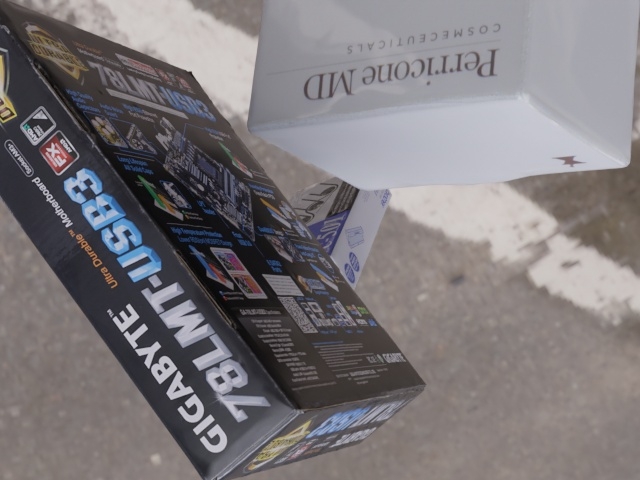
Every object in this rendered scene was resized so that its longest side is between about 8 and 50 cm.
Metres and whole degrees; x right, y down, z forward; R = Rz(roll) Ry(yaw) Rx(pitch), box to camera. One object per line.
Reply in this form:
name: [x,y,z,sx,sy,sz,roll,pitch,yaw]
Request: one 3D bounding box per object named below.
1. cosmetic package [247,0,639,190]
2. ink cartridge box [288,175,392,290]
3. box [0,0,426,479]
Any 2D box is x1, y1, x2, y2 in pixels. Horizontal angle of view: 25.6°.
cosmetic package: [0.105,-0.279,1.030,0.230,0.453,0.161,-4,163,36]
ink cartridge box: [0.000,0.000,1.330,0.097,0.207,0.046,-22,110,23]
box: [-0.076,0.000,0.866,0.073,0.293,0.295,-42,167,11]
